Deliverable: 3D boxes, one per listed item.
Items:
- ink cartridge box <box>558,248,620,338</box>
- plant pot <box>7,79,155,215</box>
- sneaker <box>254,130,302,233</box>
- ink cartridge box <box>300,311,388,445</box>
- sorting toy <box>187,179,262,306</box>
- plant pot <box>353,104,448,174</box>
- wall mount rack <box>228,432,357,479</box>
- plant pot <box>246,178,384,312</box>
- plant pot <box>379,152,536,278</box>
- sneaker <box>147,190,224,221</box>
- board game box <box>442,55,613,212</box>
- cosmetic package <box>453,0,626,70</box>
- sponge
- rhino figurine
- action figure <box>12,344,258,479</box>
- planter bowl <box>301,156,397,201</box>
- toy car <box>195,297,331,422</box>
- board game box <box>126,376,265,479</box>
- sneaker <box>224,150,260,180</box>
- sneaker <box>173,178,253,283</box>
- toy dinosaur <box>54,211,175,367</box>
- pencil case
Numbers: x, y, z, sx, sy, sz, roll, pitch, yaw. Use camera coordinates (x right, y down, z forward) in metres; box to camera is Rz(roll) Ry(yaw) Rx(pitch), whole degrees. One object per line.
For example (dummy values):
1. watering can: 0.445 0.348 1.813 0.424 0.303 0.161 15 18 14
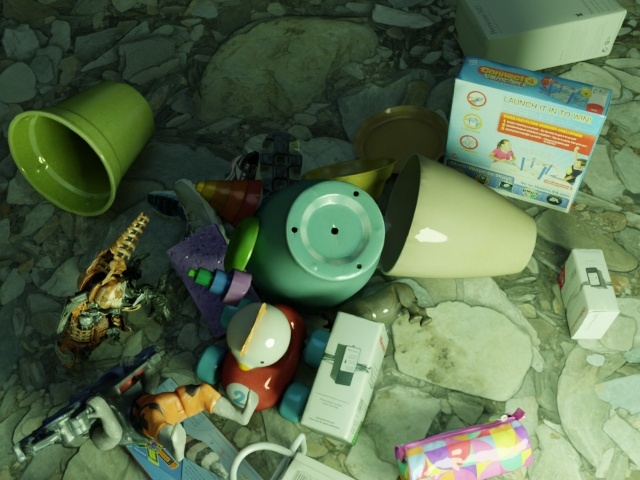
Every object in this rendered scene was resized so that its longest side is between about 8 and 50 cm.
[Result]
1. ink cartridge box: 0.531 0.108 1.399 0.063 0.109 0.150 1 53 -1
2. plant pot: -0.528 -0.240 1.642 0.276 0.276 0.253 18 45 15
3. sneaker: -0.100 -0.063 1.567 0.123 0.146 0.330 9 77 -10
4. ink cartridge box: 0.048 0.248 1.256 0.087 0.153 0.208 16 72 15
5. sorting toy: -0.195 -0.019 1.348 0.126 0.127 0.365 22 32 -16
6. plant pot: 0.199 -0.241 1.714 0.237 0.032 0.236 -6 51 8
7. wall mount rack: -0.012 0.492 1.131 0.350 0.130 0.304 22 53 18
8. plant pot: 0.000 0.000 1.351 0.272 0.255 0.271 2 82 -11
9. plant pot: 0.291 -0.025 1.449 0.274 0.256 0.256 13 53 -7
10. sneaker: -0.302 -0.092 1.625 0.191 0.071 0.082 9 47 -1
11. board game box: 0.436 -0.226 1.538 0.309 0.301 0.086 19 56 16
12. cosmetic package: 0.577 -0.584 1.895 0.385 0.156 0.217 -14 55 -9
13. sponge: -0.212 0.082 1.432 0.117 0.031 0.210 -31 85 -1
14. rhino figurine: 0.094 0.157 1.406 0.244 0.073 0.106 -20 59 -11
15. action figure: -0.321 0.319 1.177 0.330 0.178 0.341 -2 18 33
16. planter bowl: 0.071 -0.121 1.583 0.217 0.090 0.217 -10 14 2
17. toy car: -0.115 0.195 1.259 0.219 0.238 0.210 22 76 14
18. board game box: -0.244 0.388 1.274 0.145 0.027 0.281 -37 60 -24
19. sneaker: -0.178 -0.144 1.628 0.077 0.072 0.178 -28 44 35
20. sneaker: -0.255 -0.007 1.497 0.115 0.105 0.281 -29 74 -6
21. toy dinosaur: -0.400 0.105 1.369 0.322 0.218 0.164 -43 71 22
22. pencil case: 0.248 0.368 1.222 0.237 0.104 0.104 -15 54 -9
